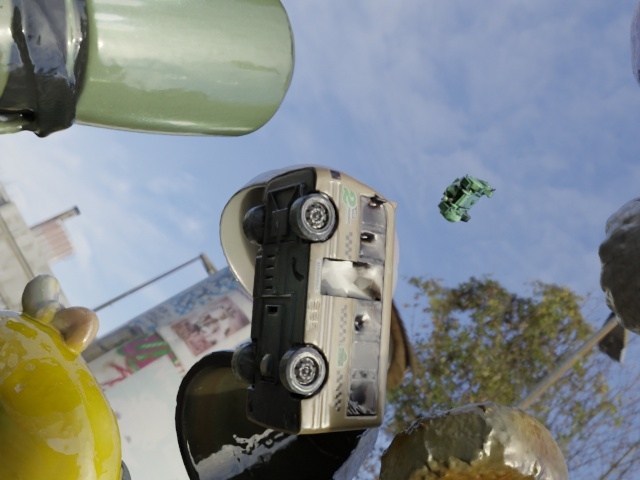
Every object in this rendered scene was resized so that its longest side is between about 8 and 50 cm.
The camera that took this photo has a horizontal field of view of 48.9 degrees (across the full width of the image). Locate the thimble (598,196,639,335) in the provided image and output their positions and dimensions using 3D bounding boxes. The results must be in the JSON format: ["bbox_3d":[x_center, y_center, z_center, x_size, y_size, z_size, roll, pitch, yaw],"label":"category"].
[{"bbox_3d":[0.512,0.031,0.988,0.157,0.246,0.217,1,-69,49],"label":"thimble"}]

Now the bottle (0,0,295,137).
[{"bbox_3d":[-0.194,-0.177,0.637,0.169,0.347,0.168,8,-79,43],"label":"bottle"}]

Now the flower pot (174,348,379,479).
[{"bbox_3d":[-0.059,0.349,1.274,0.379,0.251,0.379,13,-69,36],"label":"flower pot"}]

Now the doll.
[{"bbox_3d":[-0.396,0.168,0.766,0.161,0.348,0.423,58,14,-64],"label":"doll"}]

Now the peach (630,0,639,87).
[{"bbox_3d":[0.706,-0.361,1.195,0.335,0.310,0.406,28,-2,3],"label":"peach"}]

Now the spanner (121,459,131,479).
[{"bbox_3d":[-0.381,0.566,1.304,0.093,0.026,0.325,37,41,-63],"label":"spanner"}]

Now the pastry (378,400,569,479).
[{"bbox_3d":[0.161,0.245,0.742,0.182,0.193,0.093,-47,-151,33],"label":"pastry"}]

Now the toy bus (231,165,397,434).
[{"bbox_3d":[0.002,0.068,0.808,0.139,0.157,0.289,-10,-106,56],"label":"toy bus"}]

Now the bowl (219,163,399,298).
[{"bbox_3d":[0.000,0.000,1.083,0.287,0.144,0.286,18,-48,21],"label":"bowl"}]

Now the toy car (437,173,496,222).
[{"bbox_3d":[0.215,-0.066,1.060,0.054,0.143,0.073,44,-73,14],"label":"toy car"}]
